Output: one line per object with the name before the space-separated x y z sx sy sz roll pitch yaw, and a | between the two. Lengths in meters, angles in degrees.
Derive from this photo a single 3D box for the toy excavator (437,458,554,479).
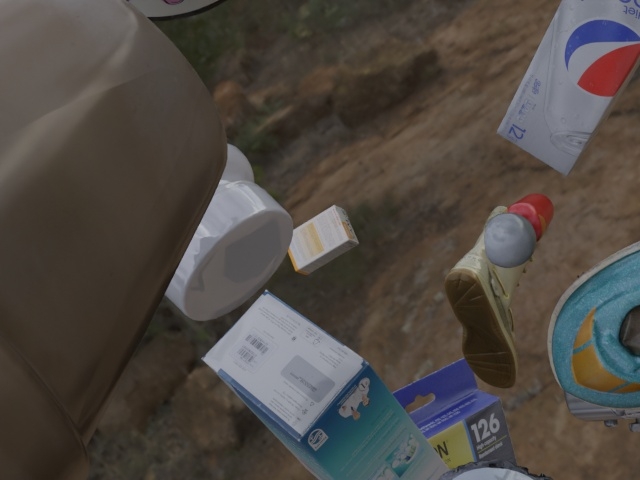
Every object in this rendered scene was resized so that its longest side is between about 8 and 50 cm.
toy excavator | 0.273 0.335 0.799 0.445 0.223 0.432 16 25 38

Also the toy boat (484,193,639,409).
toy boat | 0.335 0.072 1.337 0.267 0.318 0.148 -52 -9 35

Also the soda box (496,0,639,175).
soda box | 0.279 -0.205 1.074 0.098 0.091 0.286 -45 -17 -43

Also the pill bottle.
pill bottle | -0.168 -0.064 1.073 0.161 0.161 0.283 -44 66 -7

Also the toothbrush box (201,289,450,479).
toothbrush box | 0.017 0.229 1.386 0.126 0.295 0.216 -47 43 -11

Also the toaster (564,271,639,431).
toaster | 0.423 0.153 1.545 0.129 0.227 0.146 -1 -4 -16

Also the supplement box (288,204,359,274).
supplement box | 0.000 0.000 1.620 0.098 0.036 0.062 -30 66 19

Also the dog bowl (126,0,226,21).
dog bowl | -0.267 -0.557 1.702 0.408 0.408 0.150 -48 -9 -16

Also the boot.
boot | 0.302 0.097 1.830 0.095 0.262 0.203 -1 37 36

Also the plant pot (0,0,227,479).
plant pot | -0.216 -0.013 0.685 0.323 0.323 0.280 -5 40 53

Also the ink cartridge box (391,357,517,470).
ink cartridge box | 0.228 0.400 1.965 0.303 0.307 0.072 -20 8 -38
